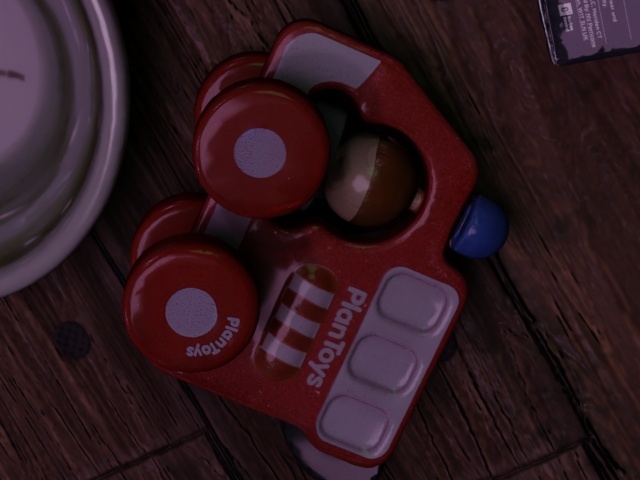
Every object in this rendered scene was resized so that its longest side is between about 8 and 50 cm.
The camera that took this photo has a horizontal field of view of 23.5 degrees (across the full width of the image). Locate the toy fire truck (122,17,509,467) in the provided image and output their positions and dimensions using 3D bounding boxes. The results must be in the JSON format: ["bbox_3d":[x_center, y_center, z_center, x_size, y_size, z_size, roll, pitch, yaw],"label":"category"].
[{"bbox_3d":[0.000,0.000,1.172,0.254,0.169,0.302,23,102,-10],"label":"toy fire truck"}]

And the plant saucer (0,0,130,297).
[{"bbox_3d":[-0.326,-0.147,1.290,0.400,0.100,0.400,6,109,19],"label":"plant saucer"}]

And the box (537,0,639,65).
[{"bbox_3d":[0.258,-0.198,1.033,0.207,0.153,0.108,-8,104,23],"label":"box"}]

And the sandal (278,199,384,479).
[{"bbox_3d":[-0.003,0.095,1.275,0.097,0.054,0.254,-3,105,21],"label":"sandal"}]
